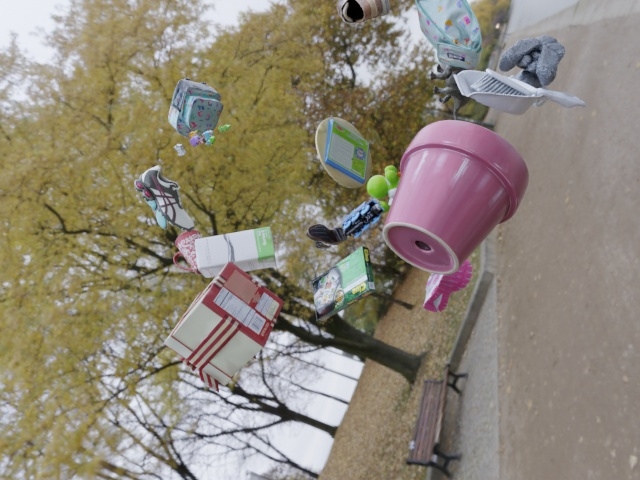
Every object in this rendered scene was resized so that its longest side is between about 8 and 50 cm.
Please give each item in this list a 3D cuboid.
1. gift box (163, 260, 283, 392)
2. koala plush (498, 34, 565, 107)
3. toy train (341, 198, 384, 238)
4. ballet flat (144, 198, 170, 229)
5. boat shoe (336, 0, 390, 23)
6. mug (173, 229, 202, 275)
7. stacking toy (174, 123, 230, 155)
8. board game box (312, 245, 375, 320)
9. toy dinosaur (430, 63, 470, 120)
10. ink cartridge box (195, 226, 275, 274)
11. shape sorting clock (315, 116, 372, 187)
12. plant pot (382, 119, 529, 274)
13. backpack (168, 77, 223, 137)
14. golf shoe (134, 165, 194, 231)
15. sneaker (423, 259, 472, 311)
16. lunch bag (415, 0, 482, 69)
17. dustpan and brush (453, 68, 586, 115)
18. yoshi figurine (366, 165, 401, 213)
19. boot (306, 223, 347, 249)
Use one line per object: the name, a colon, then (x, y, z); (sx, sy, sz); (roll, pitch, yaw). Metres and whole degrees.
gift box: (-0.279, 0.271, 1.438); (0.258, 0.276, 0.255); (-44, 7, 30)
koala plush: (0.755, -0.591, 1.714); (0.203, 0.196, 0.221); (-46, -29, -24)
toy train: (0.153, -0.085, 1.752); (0.184, 0.080, 0.105); (-41, 18, 34)
ballet flat: (-0.721, -0.143, 2.178); (0.073, 0.232, 0.080); (-7, -38, -47)
boat shoe: (0.124, -0.847, 1.731); (0.116, 0.324, 0.123); (-30, -63, -10)
mug: (-0.520, 0.066, 1.988); (0.113, 0.169, 0.150); (-5, -43, -49)
stacking toy: (-0.525, -0.457, 2.125); (0.052, 0.221, 0.167); (64, -151, -28)
board game box: (0.062, 0.133, 1.406); (0.259, 0.030, 0.136); (-38, 47, 46)
toy dinosaur: (0.509, -0.587, 1.789); (0.121, 0.160, 0.314); (-35, -58, -48)
ink cartridge box: (-0.307, 0.048, 1.764); (0.198, 0.272, 0.115); (106, 154, -75)
shape sorting clock: (0.065, -0.240, 1.312); (0.040, 0.206, 0.206); (-18, 39, 48)
plant pot: (0.195, -0.055, 0.756); (0.180, 0.201, 0.201); (-56, -19, -20)
backpack: (-0.606, -0.621, 2.320); (0.225, 0.191, 0.254); (-4, -47, -49)
golf shoe: (-0.555, -0.148, 1.772); (0.120, 0.273, 0.105); (-41, 18, 4)
sneaker: (0.444, 0.139, 1.714); (0.111, 0.102, 0.252); (-87, 22, -50)
lunch bag: (0.445, -0.699, 1.601); (0.160, 0.262, 0.223); (-34, -7, 14)
dustpan and brush: (0.340, -0.248, 0.807); (0.147, 0.211, 0.060); (-77, 11, -57)
yoshi figurine: (0.329, -0.194, 2.271); (0.203, 0.203, 0.362); (-36, -50, -11)
boot: (0.000, 0.000, 1.773); (0.106, 0.082, 0.219); (-35, -25, 31)
